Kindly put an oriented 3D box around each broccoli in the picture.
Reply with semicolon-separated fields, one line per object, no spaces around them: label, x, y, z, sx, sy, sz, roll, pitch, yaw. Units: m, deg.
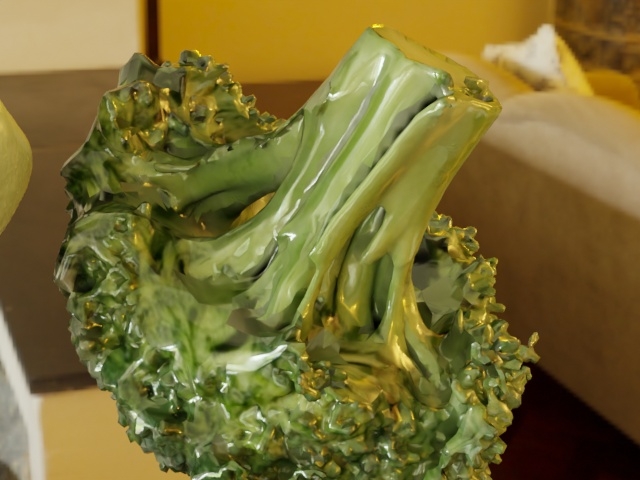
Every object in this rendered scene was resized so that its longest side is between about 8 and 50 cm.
broccoli;0.001;0.014;0.764;0.375;0.302;0.249;51;9;31

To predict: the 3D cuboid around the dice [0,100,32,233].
dice;-0.355;-0.073;0.701;0.265;0.262;0.268;-41;35;-10
